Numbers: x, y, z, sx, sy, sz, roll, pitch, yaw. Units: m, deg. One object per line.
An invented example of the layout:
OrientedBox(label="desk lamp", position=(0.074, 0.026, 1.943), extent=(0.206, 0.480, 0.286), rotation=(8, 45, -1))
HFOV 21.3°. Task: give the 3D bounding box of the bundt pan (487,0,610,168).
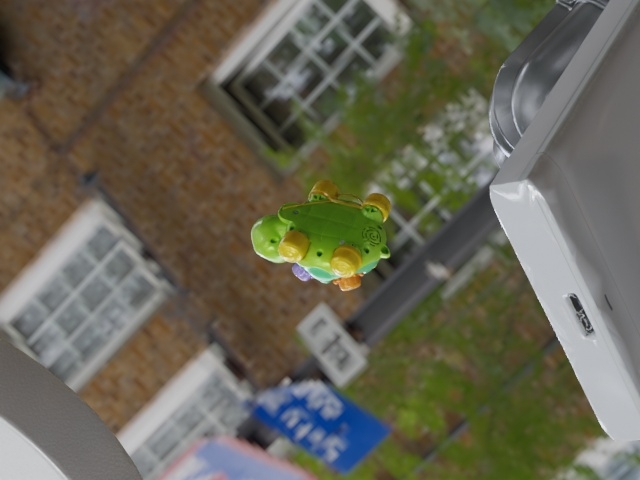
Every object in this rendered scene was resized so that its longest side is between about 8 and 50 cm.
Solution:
OrientedBox(label="bundt pan", position=(0.265, -0.048, 1.472), extent=(0.331, 0.124, 0.331), rotation=(49, 170, 12))

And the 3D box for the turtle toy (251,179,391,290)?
OrientedBox(label="turtle toy", position=(0.000, 0.000, 1.484), extent=(0.130, 0.066, 0.095), rotation=(15, -133, 18))

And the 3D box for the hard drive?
OrientedBox(label="hard drive", position=(0.221, -0.044, 1.137), extent=(0.307, 0.040, 0.203), rotation=(-53, -56, -42))

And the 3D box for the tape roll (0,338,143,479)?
OrientedBox(label="tape roll", position=(-0.328, 0.226, 1.574), extent=(0.392, 0.392, 0.072), rotation=(42, -131, -8))
